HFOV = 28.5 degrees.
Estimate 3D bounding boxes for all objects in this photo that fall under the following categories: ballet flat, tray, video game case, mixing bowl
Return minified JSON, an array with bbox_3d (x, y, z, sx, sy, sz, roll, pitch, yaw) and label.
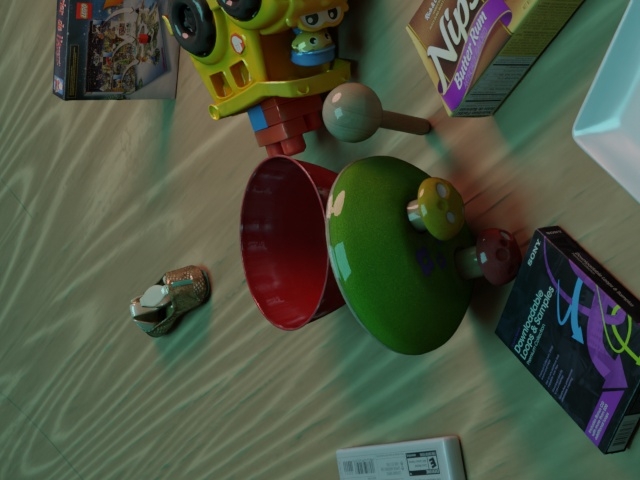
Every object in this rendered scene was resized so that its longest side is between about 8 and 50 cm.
[{"bbox_3d":[-0.220,0.082,1.702,0.206,0.067,0.073,-40,60,53],"label":"ballet flat"},{"bbox_3d":[0.279,-0.148,0.900,0.145,0.030,0.270,53,136,40],"label":"tray"},{"bbox_3d":[0.089,0.295,1.274,0.201,0.023,0.183,-21,76,56],"label":"video game case"},{"bbox_3d":[0.000,0.000,1.305,0.181,0.098,0.181,10,101,58],"label":"mixing bowl"}]

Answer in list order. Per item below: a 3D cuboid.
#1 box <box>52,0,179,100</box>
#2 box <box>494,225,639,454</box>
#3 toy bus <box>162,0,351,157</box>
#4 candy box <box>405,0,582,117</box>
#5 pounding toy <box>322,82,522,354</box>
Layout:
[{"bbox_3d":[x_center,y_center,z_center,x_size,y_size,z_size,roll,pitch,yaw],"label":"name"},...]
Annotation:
[{"bbox_3d":[-0.258,-0.298,1.626,0.044,0.159,0.233,33,121,53],"label":"box"},{"bbox_3d":[0.213,0.079,1.037,0.162,0.029,0.116,51,135,45],"label":"box"},{"bbox_3d":[-0.040,-0.197,1.320,0.220,0.149,0.211,-17,93,55],"label":"toy bus"},{"bbox_3d":[0.152,-0.204,1.077,0.186,0.053,0.109,-53,51,46],"label":"candy box"},{"bbox_3d":[0.099,-0.025,1.101,0.110,0.183,0.236,-19,74,36],"label":"pounding toy"}]
